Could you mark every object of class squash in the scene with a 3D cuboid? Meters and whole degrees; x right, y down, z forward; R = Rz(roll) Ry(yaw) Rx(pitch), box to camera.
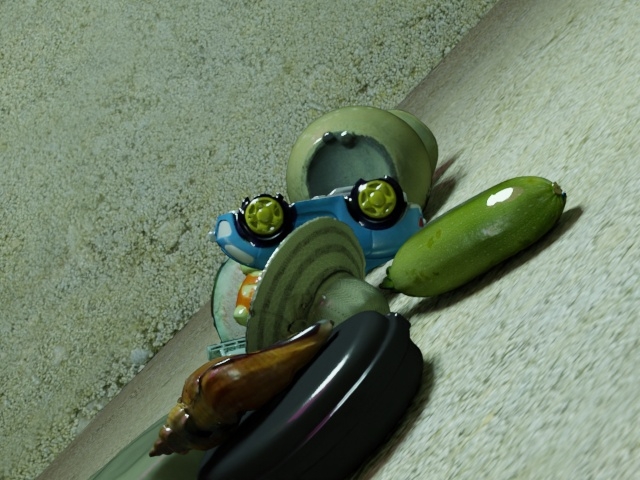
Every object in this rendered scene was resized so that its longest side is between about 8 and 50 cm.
[{"bbox_3d":[0.157,0.012,1.366,0.341,0.094,0.094,-33,14,52],"label":"squash"}]

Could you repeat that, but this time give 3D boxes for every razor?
[{"bbox_3d":[-0.114,0.204,2.013,0.111,0.056,0.278,-12,4,-17],"label":"razor"}]

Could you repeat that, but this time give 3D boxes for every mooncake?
[{"bbox_3d":[-0.206,0.325,1.499,0.275,0.135,0.275,-41,8,7],"label":"mooncake"}]

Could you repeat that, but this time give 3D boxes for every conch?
[{"bbox_3d":[-0.091,0.154,1.254,0.233,0.080,0.086,-43,15,11],"label":"conch"}]

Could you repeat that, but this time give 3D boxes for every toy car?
[{"bbox_3d":[0.000,0.000,1.684,0.314,0.166,0.198,-8,-3,-1],"label":"toy car"}]

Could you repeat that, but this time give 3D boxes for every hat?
[{"bbox_3d":[0.026,0.103,1.441,0.110,0.252,0.252,16,51,34],"label":"hat"}]

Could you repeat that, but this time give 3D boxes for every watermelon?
[{"bbox_3d":[-0.094,0.088,2.240,0.224,0.180,0.305,18,-56,-47],"label":"watermelon"}]

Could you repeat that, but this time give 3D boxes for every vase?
[{"bbox_3d":[0.052,-0.075,1.996,0.329,0.241,0.302,-56,-6,12],"label":"vase"}]

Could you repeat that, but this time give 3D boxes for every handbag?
[{"bbox_3d":[-0.009,0.192,1.268,0.308,0.093,0.254,-39,8,45],"label":"handbag"}]

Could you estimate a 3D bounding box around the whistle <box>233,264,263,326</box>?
[{"bbox_3d":[-0.080,0.090,1.864,0.131,0.106,0.288,-2,71,29],"label":"whistle"}]
